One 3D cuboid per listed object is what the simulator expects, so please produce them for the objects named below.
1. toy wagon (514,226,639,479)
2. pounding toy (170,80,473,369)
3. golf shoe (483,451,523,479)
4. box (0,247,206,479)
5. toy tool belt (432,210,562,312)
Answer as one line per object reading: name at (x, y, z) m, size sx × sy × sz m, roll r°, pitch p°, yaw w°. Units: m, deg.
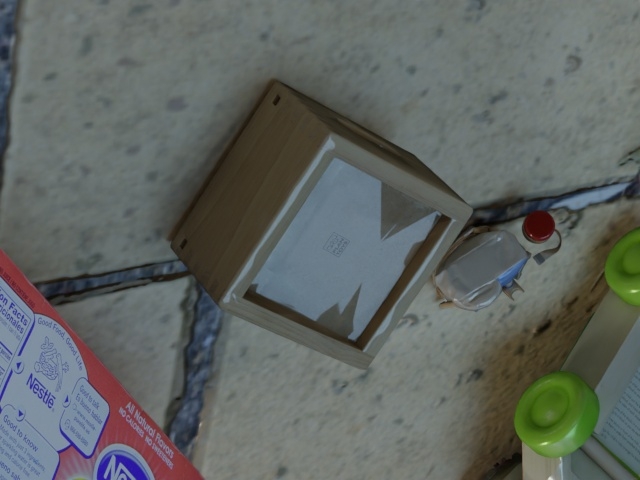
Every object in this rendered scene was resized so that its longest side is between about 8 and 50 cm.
toy wagon at (0.273, 0.097, 1.304) m, size 0.267 × 0.068 × 0.344 m, roll 43°, pitch 73°, yaw -36°
pounding toy at (0.000, 0.000, 1.040) m, size 0.141 × 0.100 × 0.130 m, roll 26°, pitch 103°, yaw -37°
golf shoe at (0.184, 0.198, 1.346) m, size 0.186 × 0.086 × 0.067 m, roll 13°, pitch 115°, yaw -43°
box at (-0.173, 0.129, 0.910) m, size 0.300 × 0.142 × 0.154 m, roll 56°, pitch 48°, yaw -49°
toy tool belt at (0.109, 0.014, 1.170) m, size 0.083 × 0.052 × 0.051 m, roll -36°, pitch 169°, yaw -7°
